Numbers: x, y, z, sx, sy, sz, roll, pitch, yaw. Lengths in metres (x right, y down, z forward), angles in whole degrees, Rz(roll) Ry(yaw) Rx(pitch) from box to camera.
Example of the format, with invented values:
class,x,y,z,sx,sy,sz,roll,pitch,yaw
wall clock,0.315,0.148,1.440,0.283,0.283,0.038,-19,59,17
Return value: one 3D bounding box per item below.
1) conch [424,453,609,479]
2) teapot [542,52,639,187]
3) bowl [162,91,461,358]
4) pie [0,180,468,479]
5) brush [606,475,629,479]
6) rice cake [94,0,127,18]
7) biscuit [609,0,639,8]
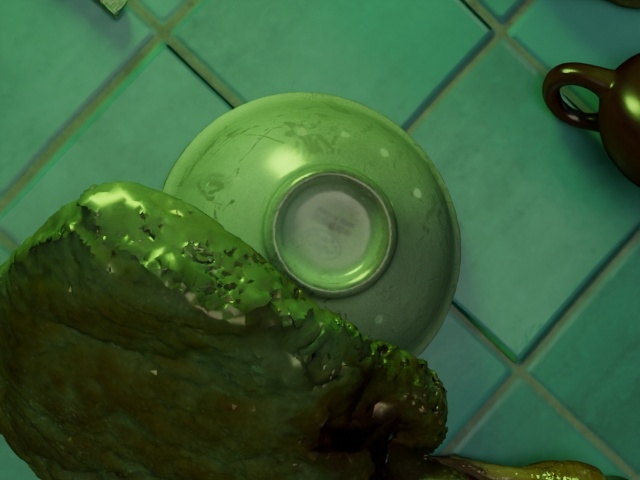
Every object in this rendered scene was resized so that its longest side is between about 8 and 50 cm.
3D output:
class,x,y,z,sx,sy,sz,roll,pitch,yaw
conch,0.218,0.266,1.048,0.233,0.080,0.086,-2,52,9
teapot,0.344,-0.111,1.048,0.252,0.135,0.178,20,52,10
bowl,0.000,0.000,0.966,0.313,0.146,0.313,1,86,-9
pie,-0.104,0.123,0.847,0.418,0.395,0.180,46,46,-27
brush,0.378,0.354,1.093,0.062,0.027,0.266,-43,96,-7
rice cake,-0.240,-0.263,1.004,0.121,0.021,0.022,39,75,-6
biscuit,0.330,-0.429,1.070,0.385,0.062,0.365,12,89,-8
